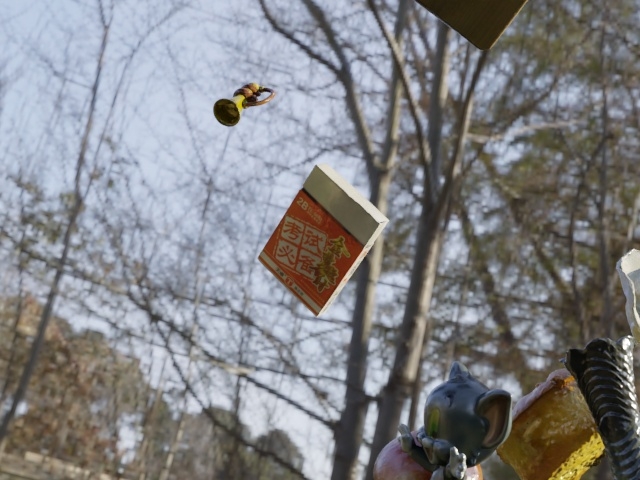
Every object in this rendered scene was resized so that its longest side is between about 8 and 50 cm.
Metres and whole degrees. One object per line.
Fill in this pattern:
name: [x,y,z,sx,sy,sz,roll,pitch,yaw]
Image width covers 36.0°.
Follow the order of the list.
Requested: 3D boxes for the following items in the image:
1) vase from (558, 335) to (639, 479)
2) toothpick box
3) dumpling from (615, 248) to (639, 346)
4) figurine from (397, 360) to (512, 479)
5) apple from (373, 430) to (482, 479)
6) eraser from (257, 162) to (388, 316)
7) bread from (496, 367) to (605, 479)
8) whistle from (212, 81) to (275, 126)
vase: [0.429,0.265,1.411,0.116,0.237,0.115,-10,-23,-4]
toothpick box: [0.247,-0.483,1.750,0.188,0.190,0.308,33,14,-15]
dumpling: [0.710,0.162,2.031,0.260,0.341,0.181,29,-24,-19]
figurine: [0.205,0.319,1.412,0.140,0.265,0.193,-11,0,-11]
apple: [0.171,0.401,1.588,0.173,0.195,0.160,-3,-32,-20]
eraser: [0.000,0.000,1.698,0.157,0.038,0.230,44,-57,17]
bread: [0.407,0.350,1.752,0.147,0.160,0.260,-4,-42,-44]
whistle: [-0.113,-0.219,1.506,0.057,0.109,0.046,-22,-73,40]
